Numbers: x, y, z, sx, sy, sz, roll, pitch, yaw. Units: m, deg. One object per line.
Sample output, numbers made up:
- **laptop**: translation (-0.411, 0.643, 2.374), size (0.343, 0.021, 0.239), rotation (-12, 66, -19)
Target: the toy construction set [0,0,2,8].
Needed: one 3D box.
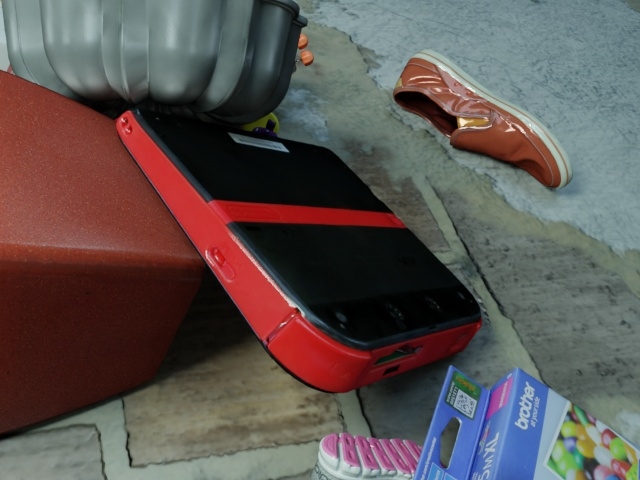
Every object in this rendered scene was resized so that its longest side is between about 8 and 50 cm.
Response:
- **toy construction set**: translation (-0.616, -0.395, 1.045), size (0.309, 0.257, 0.237), rotation (18, 59, -14)

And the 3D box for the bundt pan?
- **bundt pan**: translation (-0.181, -0.196, 0.792), size (0.331, 0.124, 0.331), rotation (3, 2, 0)

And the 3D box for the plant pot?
- **plant pot**: translation (-0.263, 0.017, 0.688), size (0.236, 0.267, 0.267), rotation (6, 42, -32)

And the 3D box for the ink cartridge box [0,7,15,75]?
- **ink cartridge box**: translation (-0.506, -0.290, 0.993), size (0.198, 0.067, 0.115), rotation (6, 38, -48)

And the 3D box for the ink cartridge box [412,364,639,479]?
- **ink cartridge box**: translation (0.245, 0.254, 0.692), size (0.311, 0.065, 0.185), rotation (32, 44, 1)

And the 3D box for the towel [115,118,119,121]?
- **towel**: translation (-0.264, -0.168, 1.026), size (0.199, 0.031, 0.274), rotation (4, 45, -15)

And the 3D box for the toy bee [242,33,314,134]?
- **toy bee**: translation (-0.103, -0.260, 1.047), size (0.162, 0.195, 0.298), rotation (-8, 50, 26)

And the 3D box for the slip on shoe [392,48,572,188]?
- **slip on shoe**: translation (0.256, -0.181, 1.161), size (0.331, 0.123, 0.101), rotation (39, 79, 15)

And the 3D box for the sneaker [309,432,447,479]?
- **sneaker**: translation (0.058, 0.237, 0.696), size (0.170, 0.074, 0.063), rotation (19, 20, -30)

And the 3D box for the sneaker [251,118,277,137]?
- **sneaker**: translation (-0.106, -0.067, 0.922), size (0.083, 0.098, 0.223), rotation (16, 43, -1)

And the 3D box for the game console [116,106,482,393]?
- **game console**: translation (0.000, 0.000, 0.787), size (0.342, 0.060, 0.387), rotation (47, 22, 23)
